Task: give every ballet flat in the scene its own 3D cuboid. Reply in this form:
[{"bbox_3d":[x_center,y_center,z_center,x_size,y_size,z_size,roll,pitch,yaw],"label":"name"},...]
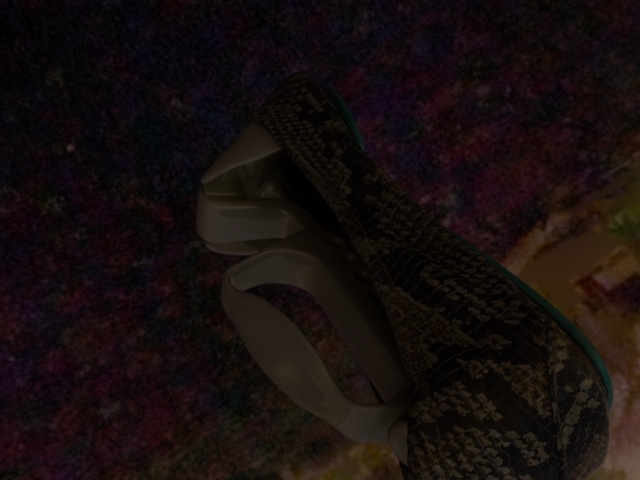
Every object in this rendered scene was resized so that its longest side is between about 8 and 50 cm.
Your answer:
[{"bbox_3d":[0.000,0.000,0.474,0.181,0.483,0.164,-18,133,-16],"label":"ballet flat"}]
